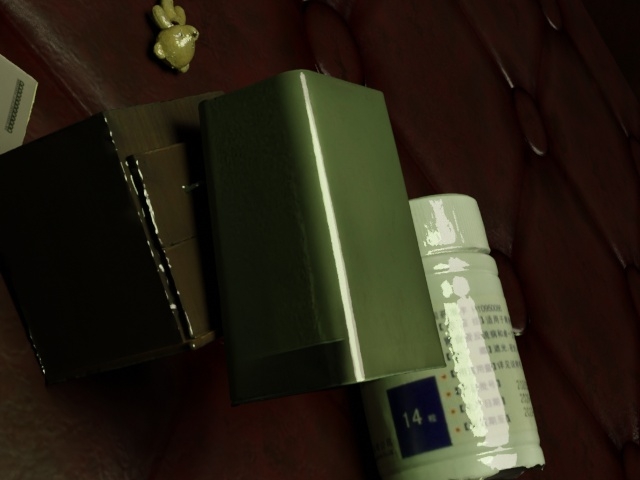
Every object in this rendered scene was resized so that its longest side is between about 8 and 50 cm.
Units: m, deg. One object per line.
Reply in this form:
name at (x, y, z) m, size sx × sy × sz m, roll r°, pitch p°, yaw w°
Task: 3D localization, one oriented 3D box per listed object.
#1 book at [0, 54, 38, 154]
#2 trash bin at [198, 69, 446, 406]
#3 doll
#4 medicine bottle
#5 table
book at (-0.316, -0.132, 0.881) m, size 0.182 × 0.014 × 0.127 m, roll 38°, pitch 44°, yaw -41°
trash bin at (0.000, 0.000, 0.862) m, size 0.164 × 0.122 × 0.240 m, roll 5°, pitch 74°, yaw -58°
doll at (-0.164, -0.228, 1.168) m, size 0.061 × 0.051 × 0.093 m, roll 34°, pitch 16°, yaw -43°
medicine bottle at (0.132, 0.122, 1.253) m, size 0.190 × 0.190 × 0.332 m, roll 12°, pitch 61°, yaw -54°
table at (-0.149, -0.008, 0.900) m, size 0.169 × 0.172 × 0.193 m, roll -24°, pitch 97°, yaw -59°
